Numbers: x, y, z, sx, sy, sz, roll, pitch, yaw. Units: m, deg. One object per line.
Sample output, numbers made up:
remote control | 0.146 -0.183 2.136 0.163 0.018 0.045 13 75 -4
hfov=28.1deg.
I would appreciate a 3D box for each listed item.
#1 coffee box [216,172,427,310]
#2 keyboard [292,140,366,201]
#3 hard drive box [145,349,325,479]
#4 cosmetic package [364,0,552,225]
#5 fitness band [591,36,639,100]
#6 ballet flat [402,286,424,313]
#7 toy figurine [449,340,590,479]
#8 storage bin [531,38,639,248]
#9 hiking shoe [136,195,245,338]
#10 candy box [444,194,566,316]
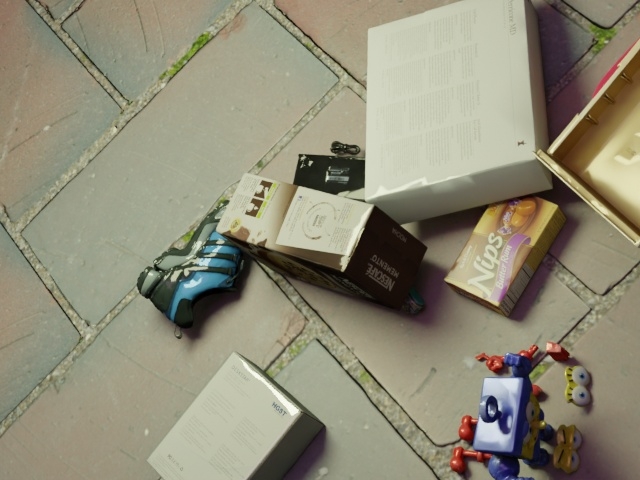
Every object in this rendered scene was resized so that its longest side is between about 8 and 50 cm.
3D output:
coffee box | 0.000 0.000 2.065 0.297 0.168 0.119 16 75 43
keyboard | 0.037 -0.121 2.221 0.180 0.023 0.108 5 76 29
hard drive box | -0.138 0.326 2.061 0.181 0.089 0.232 38 88 35
cosmetic package | 0.221 -0.224 2.097 0.284 0.097 0.377 -14 52 24
fitness band | 0.553 -0.235 1.987 0.291 0.054 0.209 -46 52 0
ballet flat | 0.130 0.074 2.072 0.041 0.041 0.114 -33 55 10
toy figurine | 0.243 0.287 1.801 0.191 0.217 0.363 3 68 29
storage bin | 0.479 -0.151 1.828 0.262 0.123 0.260 -52 50 13
hiking shoe | -0.171 0.026 2.231 0.304 0.113 0.132 -41 85 -3
candy box | 0.289 0.014 2.005 0.109 0.053 0.187 27 80 35
